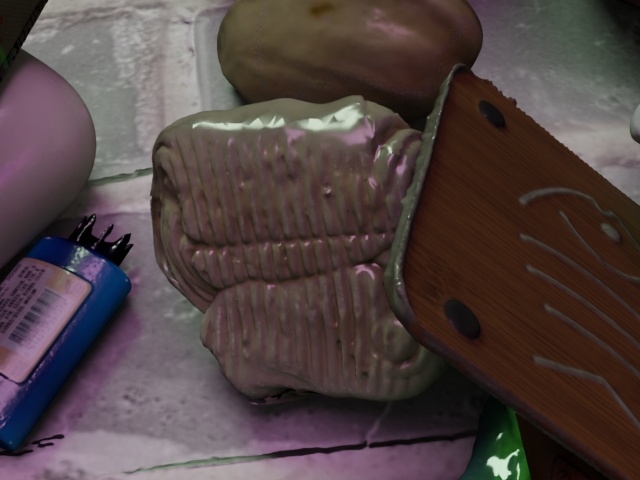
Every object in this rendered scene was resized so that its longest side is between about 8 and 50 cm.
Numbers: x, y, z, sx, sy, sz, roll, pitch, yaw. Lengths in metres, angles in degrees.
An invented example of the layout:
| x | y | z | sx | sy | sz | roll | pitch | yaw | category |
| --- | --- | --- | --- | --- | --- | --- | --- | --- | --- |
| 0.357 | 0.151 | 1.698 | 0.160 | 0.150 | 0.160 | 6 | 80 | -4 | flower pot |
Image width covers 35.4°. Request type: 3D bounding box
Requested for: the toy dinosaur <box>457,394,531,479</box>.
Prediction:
| x | y | z | sx | sy | sz | roll | pitch | yaw | category |
| --- | --- | --- | --- | --- | --- | --- | --- | --- | --- |
| -0.052 | 0.188 | 0.591 | 0.499 | 0.144 | 0.375 | 12 | 52 | 5 | toy dinosaur |

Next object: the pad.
| x | y | z | sx | sy | sz | roll | pitch | yaw | category |
| --- | --- | --- | --- | --- | --- | --- | --- | --- | --- |
| 0.171 | 0.033 | 0.625 | 0.286 | 0.018 | 0.284 | 37 | 36 | -12 | pad |

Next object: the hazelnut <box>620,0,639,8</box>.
| x | y | z | sx | sy | sz | roll | pitch | yaw | category |
| --- | --- | --- | --- | --- | --- | --- | --- | --- | --- |
| 0.359 | -0.322 | 0.796 | 0.409 | 0.359 | 0.359 | 20 | 59 | 15 | hazelnut |

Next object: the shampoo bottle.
| x | y | z | sx | sy | sz | roll | pitch | yaw | category |
| --- | --- | --- | --- | --- | --- | --- | --- | --- | --- |
| -0.204 | 0.059 | 0.735 | 0.087 | 0.050 | 0.183 | 21 | 60 | 19 | shampoo bottle |

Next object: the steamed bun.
| x | y | z | sx | sy | sz | roll | pitch | yaw | category |
| --- | --- | --- | --- | --- | --- | --- | --- | --- | --- |
| 0.001 | 0.002 | 0.704 | 0.217 | 0.211 | 0.144 | -6 | 11 | 19 | steamed bun |

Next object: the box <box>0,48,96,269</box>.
| x | y | z | sx | sy | sz | roll | pitch | yaw | category |
| --- | --- | --- | --- | --- | --- | --- | --- | --- | --- |
| -0.365 | -0.042 | 0.756 | 0.288 | 0.141 | 0.349 | 33 | 63 | 22 | box |

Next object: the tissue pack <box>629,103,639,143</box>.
| x | y | z | sx | sy | sz | roll | pitch | yaw | category |
| --- | --- | --- | --- | --- | --- | --- | --- | --- | --- |
| 0.346 | -0.008 | 0.623 | 0.235 | 0.229 | 0.333 | -23 | 67 | 6 | tissue pack |

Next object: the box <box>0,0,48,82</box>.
| x | y | z | sx | sy | sz | roll | pitch | yaw | category |
| --- | --- | --- | --- | --- | --- | --- | --- | --- | --- |
| -0.375 | -0.155 | 0.700 | 0.310 | 0.084 | 0.198 | 9 | 55 | 10 | box |

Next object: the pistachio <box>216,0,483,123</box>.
| x | y | z | sx | sy | sz | roll | pitch | yaw | category |
| --- | --- | --- | --- | --- | --- | --- | --- | --- | --- |
| 0.018 | -0.161 | 0.823 | 0.237 | 0.153 | 0.138 | 2 | 41 | 37 | pistachio |

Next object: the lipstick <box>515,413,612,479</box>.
| x | y | z | sx | sy | sz | roll | pitch | yaw | category |
| --- | --- | --- | --- | --- | --- | --- | --- | --- | --- |
| 0.145 | 0.115 | 0.585 | 0.057 | 0.057 | 0.357 | -3 | 40 | 1 | lipstick |
